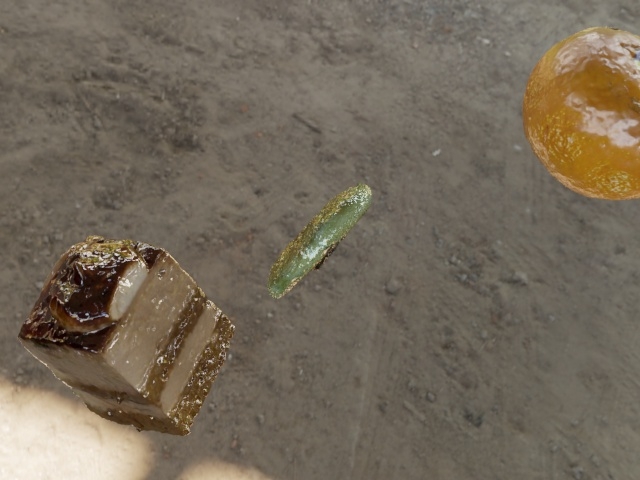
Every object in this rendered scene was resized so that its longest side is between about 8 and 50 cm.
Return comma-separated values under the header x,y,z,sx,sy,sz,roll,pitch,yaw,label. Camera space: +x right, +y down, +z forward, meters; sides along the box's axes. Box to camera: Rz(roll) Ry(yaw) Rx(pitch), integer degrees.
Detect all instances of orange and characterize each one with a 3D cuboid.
x,y,z,sx,sy,sz,roll,pitch,yaw,label
0.217,-0.093,0.589,0.135,0.117,0.136,9,57,-15,orange

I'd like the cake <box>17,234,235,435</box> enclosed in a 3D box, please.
x,y,z,sx,sy,sz,roll,pitch,yaw,label
-0.282,0.118,1.071,0.198,0.293,0.196,7,56,32,cake

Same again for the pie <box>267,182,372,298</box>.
x,y,z,sx,sy,sz,roll,pitch,yaw,label
0.000,0.001,0.432,0.021,0.084,0.084,42,45,-5,pie
